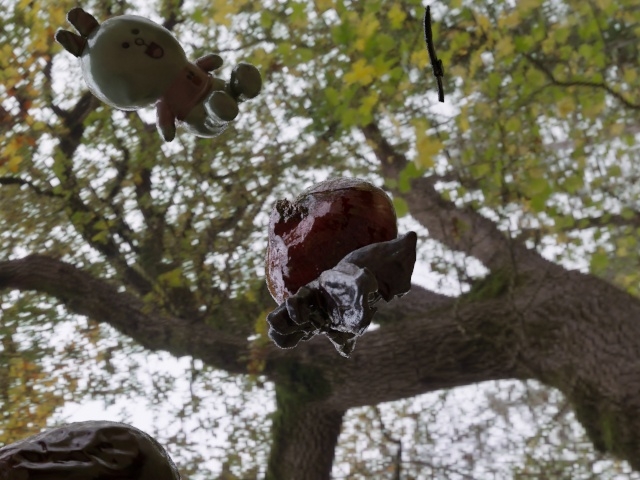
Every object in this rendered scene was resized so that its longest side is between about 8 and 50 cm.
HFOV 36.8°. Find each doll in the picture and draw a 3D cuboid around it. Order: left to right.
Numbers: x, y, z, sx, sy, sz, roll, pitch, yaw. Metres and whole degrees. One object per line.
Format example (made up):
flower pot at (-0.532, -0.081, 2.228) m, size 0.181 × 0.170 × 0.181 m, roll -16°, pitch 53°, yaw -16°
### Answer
doll at (-0.220, -0.217, 1.288) m, size 0.274 × 0.113 × 0.155 m, roll 22°, pitch -117°, yaw 1°

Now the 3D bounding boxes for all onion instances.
onion at (0.008, 0.008, 1.477) m, size 0.161 × 0.248 × 0.248 m, roll 14°, pitch -110°, yaw -41°

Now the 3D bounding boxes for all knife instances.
knife at (0.215, -0.335, 1.795) m, size 0.222 × 0.021 × 0.046 m, roll 71°, pitch -151°, yaw -45°

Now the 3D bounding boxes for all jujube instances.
jujube at (-0.334, 0.356, 1.307) m, size 0.318 × 0.223 × 0.223 m, roll 8°, pitch -107°, yaw -53°

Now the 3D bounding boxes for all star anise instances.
star anise at (0.033, 0.086, 1.259) m, size 0.198 × 0.257 × 0.111 m, roll -18°, pitch -108°, yaw -39°
